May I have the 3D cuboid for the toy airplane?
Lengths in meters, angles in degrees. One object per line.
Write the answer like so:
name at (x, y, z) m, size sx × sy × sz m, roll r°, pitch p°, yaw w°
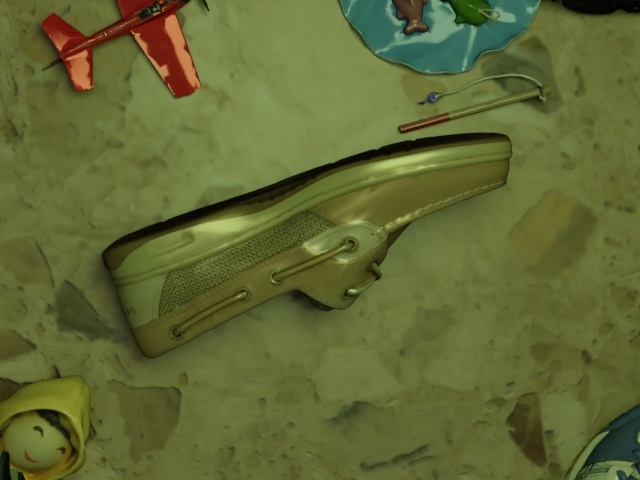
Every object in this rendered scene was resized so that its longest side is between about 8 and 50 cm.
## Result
toy airplane at (-0.164, -0.179, 1.318) m, size 0.151 × 0.028 × 0.151 m, roll 0°, pitch 90°, yaw -7°

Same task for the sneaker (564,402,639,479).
sneaker at (0.230, 0.245, 1.301) m, size 0.296 × 0.131 × 0.112 m, roll -43°, pitch 91°, yaw -7°

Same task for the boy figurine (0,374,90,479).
boy figurine at (-0.287, 0.219, 1.265) m, size 0.285 × 0.092 × 0.177 m, roll -37°, pitch 102°, yaw -1°

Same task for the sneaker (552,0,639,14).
sneaker at (0.291, -0.259, 1.340) m, size 0.262 × 0.099 × 0.121 m, roll -1°, pitch 80°, yaw -16°

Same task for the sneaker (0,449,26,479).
sneaker at (-0.260, 0.295, 1.206) m, size 0.146 × 0.122 × 0.330 m, roll -14°, pitch 127°, yaw 0°

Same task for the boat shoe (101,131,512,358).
boat shoe at (0.000, 0.000, 1.294) m, size 0.341 × 0.121 × 0.110 m, roll -18°, pitch 95°, yaw 4°

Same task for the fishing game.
fishing game at (0.104, -0.232, 1.342) m, size 0.189 × 0.041 × 0.264 m, roll -14°, pitch 91°, yaw -4°
